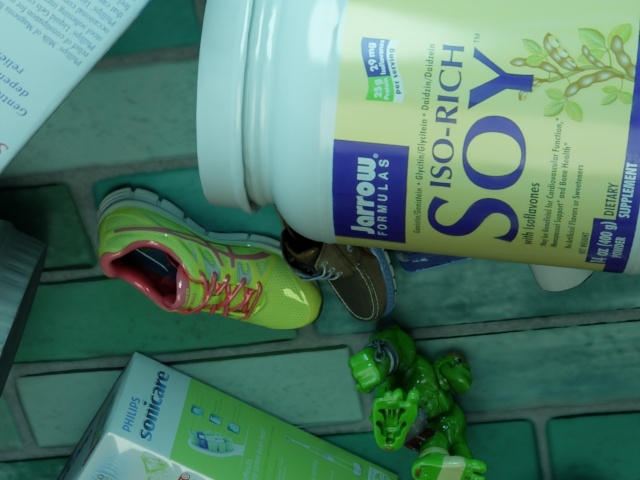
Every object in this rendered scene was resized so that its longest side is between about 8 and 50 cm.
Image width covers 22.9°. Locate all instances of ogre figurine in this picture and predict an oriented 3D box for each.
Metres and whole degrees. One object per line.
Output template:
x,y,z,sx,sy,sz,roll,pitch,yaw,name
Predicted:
0.084,0.147,1.372,0.197,0.118,0.097,36,116,-18,ogre figurine

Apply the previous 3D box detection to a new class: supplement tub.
0.095,-0.108,1.119,0.331,0.241,0.241,6,124,6,supplement tub

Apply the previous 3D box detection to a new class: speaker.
0.177,-0.026,1.282,0.055,0.055,0.136,-19,120,18,speaker

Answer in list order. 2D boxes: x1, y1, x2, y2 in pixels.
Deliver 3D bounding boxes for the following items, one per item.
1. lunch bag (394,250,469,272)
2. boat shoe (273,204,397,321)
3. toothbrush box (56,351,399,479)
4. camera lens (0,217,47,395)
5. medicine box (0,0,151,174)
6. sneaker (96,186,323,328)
0.098,-0.014,1.292,0.098,0.067,0.065,-14,120,19,lunch bag
0.000,0.000,1.304,0.066,0.066,0.183,-3,123,46,boat shoe
-0.099,0.263,1.470,0.283,0.122,0.206,28,122,-10,toothbrush box
-0.387,0.051,1.301,0.274,0.219,0.219,19,124,-6,camera lens
-0.209,-0.194,1.088,0.149,0.263,0.289,37,120,-17,medicine box
-0.098,0.035,1.332,0.208,0.094,0.081,21,122,-9,sneaker
